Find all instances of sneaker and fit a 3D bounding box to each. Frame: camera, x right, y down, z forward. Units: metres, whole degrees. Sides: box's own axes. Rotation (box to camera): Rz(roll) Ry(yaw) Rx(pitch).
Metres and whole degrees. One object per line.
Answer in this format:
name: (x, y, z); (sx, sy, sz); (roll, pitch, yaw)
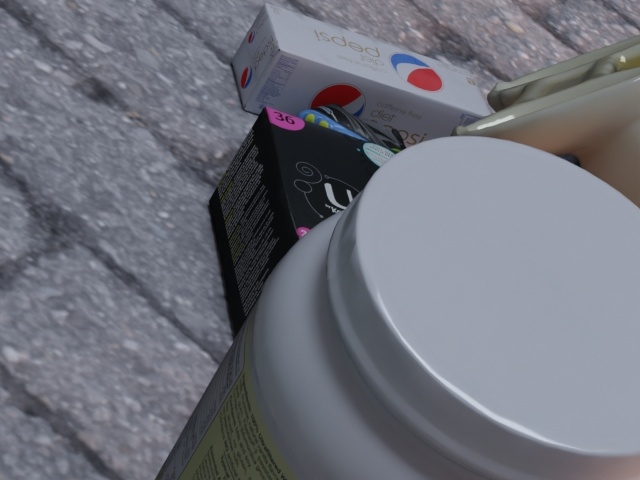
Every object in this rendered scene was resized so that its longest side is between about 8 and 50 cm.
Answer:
sneaker: (0.063, -0.055, 1.591); (0.188, 0.067, 0.078); (36, 37, 11)

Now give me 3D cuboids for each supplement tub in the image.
supplement tub: (0.047, 0.125, 1.041); (0.235, 0.325, 0.235); (16, 44, -16)

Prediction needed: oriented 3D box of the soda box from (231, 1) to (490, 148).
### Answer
soda box: (0.036, -0.130, 1.671); (0.216, 0.069, 0.074); (16, 35, -27)

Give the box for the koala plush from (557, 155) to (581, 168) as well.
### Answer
koala plush: (0.275, -0.030, 1.654); (0.221, 0.203, 0.196); (31, 29, -27)

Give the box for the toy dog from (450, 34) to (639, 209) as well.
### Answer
toy dog: (0.318, 0.045, 1.409); (0.284, 0.395, 0.408); (-71, 143, -79)

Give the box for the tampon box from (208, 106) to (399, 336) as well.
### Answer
tampon box: (0.000, 0.000, 1.422); (0.120, 0.101, 0.161); (18, 34, -25)
